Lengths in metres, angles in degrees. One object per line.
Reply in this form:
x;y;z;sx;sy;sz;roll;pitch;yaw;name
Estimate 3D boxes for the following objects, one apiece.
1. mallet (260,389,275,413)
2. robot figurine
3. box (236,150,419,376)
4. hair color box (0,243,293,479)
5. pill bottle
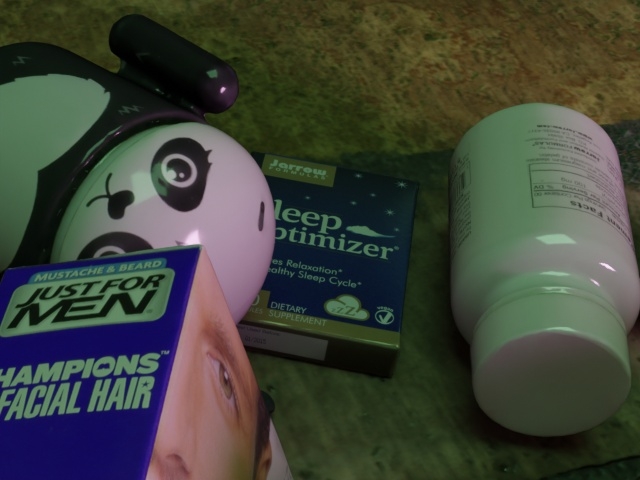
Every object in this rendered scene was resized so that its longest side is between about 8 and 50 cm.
-0.094;0.144;0.842;0.189;0.039;0.062;-20;49;-36;mallet
-0.160;-0.029;0.903;0.278;0.209;0.173;29;34;32;robot figurine
0.000;0.000;1.024;0.136;0.037;0.225;10;40;0;box
-0.093;0.180;0.555;0.110;0.185;0.339;-8;38;11;hair color box
0.156;0.019;0.960;0.131;0.131;0.229;8;41;-2;pill bottle
